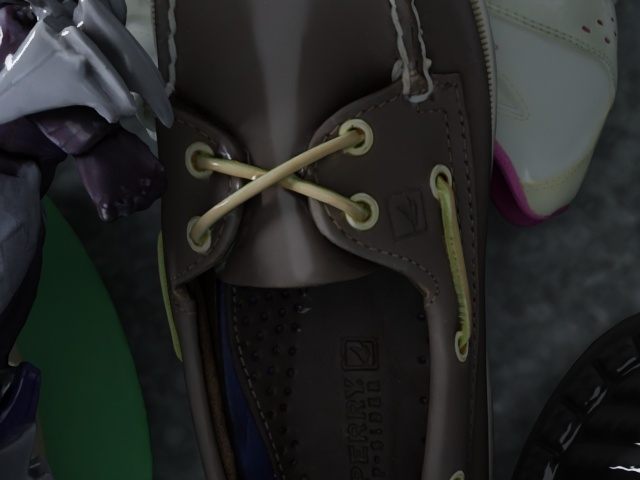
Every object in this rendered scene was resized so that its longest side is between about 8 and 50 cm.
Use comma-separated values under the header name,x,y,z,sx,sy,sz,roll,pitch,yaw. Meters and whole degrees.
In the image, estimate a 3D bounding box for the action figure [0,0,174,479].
name,x,y,z,sx,sy,sz,roll,pitch,yaw
action figure,-0.097,-0.013,0.595,0.099,0.185,0.285,14,92,-3

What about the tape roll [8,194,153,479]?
name,x,y,z,sx,sy,sz,roll,pitch,yaw
tape roll,-0.218,0.086,0.652,0.321,0.077,0.321,5,79,-26

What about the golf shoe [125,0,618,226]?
name,x,y,z,sx,sy,sz,roll,pitch,yaw
golf shoe,-0.037,-0.071,0.717,0.306,0.115,0.140,2,87,5

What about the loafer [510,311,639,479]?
name,x,y,z,sx,sy,sz,roll,pitch,yaw
loafer,0.140,0.201,0.679,0.134,0.130,0.366,-2,80,34

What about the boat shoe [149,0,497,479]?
name,x,y,z,sx,sy,sz,roll,pitch,yaw
boat shoe,0.000,0.000,0.643,0.117,0.096,0.324,-2,112,12
